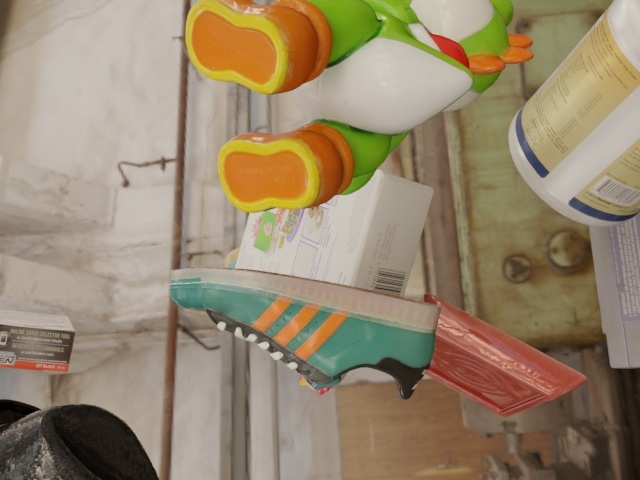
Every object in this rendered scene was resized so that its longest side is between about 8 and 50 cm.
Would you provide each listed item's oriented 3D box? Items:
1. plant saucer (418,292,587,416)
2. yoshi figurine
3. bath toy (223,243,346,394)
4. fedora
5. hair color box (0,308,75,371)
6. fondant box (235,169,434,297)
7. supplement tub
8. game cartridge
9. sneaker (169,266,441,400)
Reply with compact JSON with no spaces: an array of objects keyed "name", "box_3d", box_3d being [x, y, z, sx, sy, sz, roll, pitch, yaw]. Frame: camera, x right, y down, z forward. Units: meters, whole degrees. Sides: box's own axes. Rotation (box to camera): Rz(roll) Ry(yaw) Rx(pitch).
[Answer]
[{"name":"plant saucer","box_3d":[0.244,0.199,1.038,0.047,0.258,0.259,-59,-7,-22]},{"name":"yoshi figurine","box_3d":[0.036,-0.162,0.589,0.203,0.362,0.203,51,137,8]},{"name":"bath toy","box_3d":[-0.056,0.160,1.243,0.348,0.151,0.129,60,-156,-22]},{"name":"fedora","box_3d":[-0.334,0.335,0.893,0.334,0.152,0.334,54,-168,-16]},{"name":"hair color box","box_3d":[-0.367,0.123,0.824,0.167,0.093,0.053,177,102,-66]},{"name":"fondant box","box_3d":[0.000,0.000,0.967,0.330,0.096,0.238,24,100,55]},{"name":"supplement tub","box_3d":[0.427,-0.189,0.860,0.316,0.228,0.228,125,150,-49]},{"name":"game cartridge","box_3d":[0.535,0.017,1.016,0.230,0.068,0.355,-23,66,61]},{"name":"sneaker","box_3d":[-0.025,0.101,0.715,0.108,0.302,0.121,42,-121,-87]}]
